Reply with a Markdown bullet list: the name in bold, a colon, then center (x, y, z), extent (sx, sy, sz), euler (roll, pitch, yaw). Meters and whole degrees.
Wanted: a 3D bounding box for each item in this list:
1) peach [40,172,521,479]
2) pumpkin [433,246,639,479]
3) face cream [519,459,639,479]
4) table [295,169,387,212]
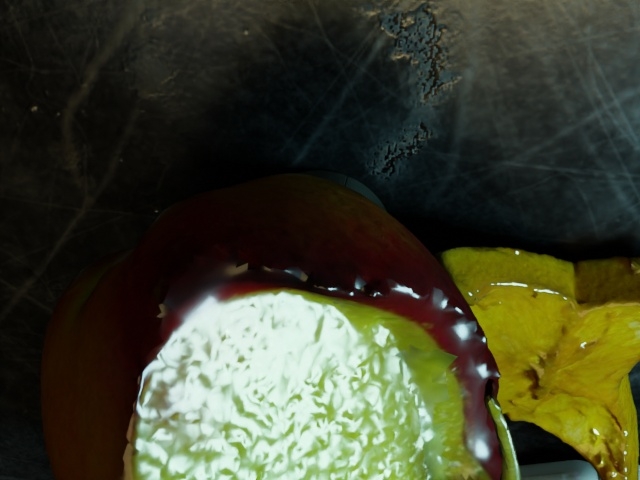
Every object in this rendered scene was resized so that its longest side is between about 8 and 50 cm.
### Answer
- **peach**: center (-0.038, 0.131, 0.643), extent (0.335, 0.310, 0.405), euler (-34, 117, -11)
- **pumpkin**: center (0.217, 0.121, 0.780), extent (0.259, 0.095, 0.290), euler (6, 131, 2)
- **face cream**: center (0.233, 0.297, 0.916), extent (0.269, 0.082, 0.081), euler (-11, 123, 18)
- **table**: center (0.000, 0.000, 0.764), extent (0.134, 0.043, 0.133), euler (5, 127, 7)
